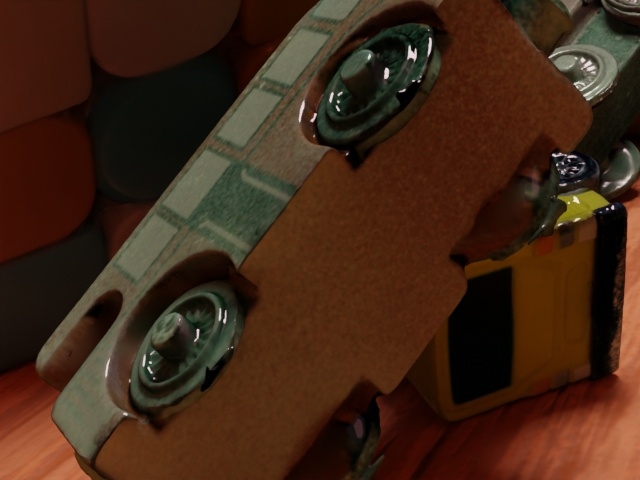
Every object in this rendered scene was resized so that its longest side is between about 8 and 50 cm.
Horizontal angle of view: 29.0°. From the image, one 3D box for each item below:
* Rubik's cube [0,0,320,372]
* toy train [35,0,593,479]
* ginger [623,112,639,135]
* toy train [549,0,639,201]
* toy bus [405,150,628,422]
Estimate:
[{"bbox_3d":[-0.195,-0.171,0.953,0.344,0.346,0.347,-24,50,-27],"label":"Rubik's cube"},{"bbox_3d":[0.000,0.000,0.622,0.326,0.129,0.159,-53,32,-5],"label":"toy train"},{"bbox_3d":[0.284,-0.188,1.390,0.304,0.155,0.245,-4,21,46],"label":"ginger"},{"bbox_3d":[0.223,-0.162,1.155,0.222,0.150,0.304,20,59,41],"label":"toy train"},{"bbox_3d":[0.068,-0.014,0.794,0.150,0.128,0.262,-17,34,-18],"label":"toy bus"}]
